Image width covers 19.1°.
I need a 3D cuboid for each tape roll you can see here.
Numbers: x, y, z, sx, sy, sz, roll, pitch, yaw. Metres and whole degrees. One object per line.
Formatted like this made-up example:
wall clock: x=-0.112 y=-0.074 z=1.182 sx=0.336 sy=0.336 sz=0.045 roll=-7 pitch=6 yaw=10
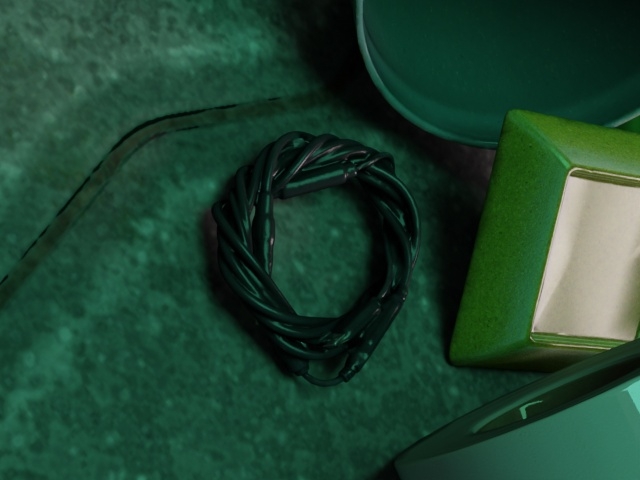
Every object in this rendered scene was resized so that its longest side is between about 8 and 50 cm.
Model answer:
tape roll: x=0.191 y=0.171 z=1.236 sx=0.246 sy=0.246 sz=0.169 roll=-23 pitch=89 yaw=-45

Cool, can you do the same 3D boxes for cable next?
cable: x=0.000 y=0.000 z=1.281 sx=0.150 sy=0.047 sz=0.184 roll=45 pitch=51 yaw=-12

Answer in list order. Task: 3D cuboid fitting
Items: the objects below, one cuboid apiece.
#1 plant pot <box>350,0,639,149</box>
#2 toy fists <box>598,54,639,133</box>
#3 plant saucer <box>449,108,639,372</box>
plant pot: x=0.145 y=-0.239 z=1.370 sx=0.293 sy=0.293 sz=0.196 roll=24 pitch=31 yaw=-34
toy fists: x=0.313 y=-0.111 z=1.549 sx=0.279 sy=0.096 sz=0.142 roll=-24 pitch=105 yaw=-38
plant saucer: x=0.193 y=0.011 z=1.382 sx=0.188 sy=0.045 sz=0.188 roll=7 pitch=99 yaw=-40
